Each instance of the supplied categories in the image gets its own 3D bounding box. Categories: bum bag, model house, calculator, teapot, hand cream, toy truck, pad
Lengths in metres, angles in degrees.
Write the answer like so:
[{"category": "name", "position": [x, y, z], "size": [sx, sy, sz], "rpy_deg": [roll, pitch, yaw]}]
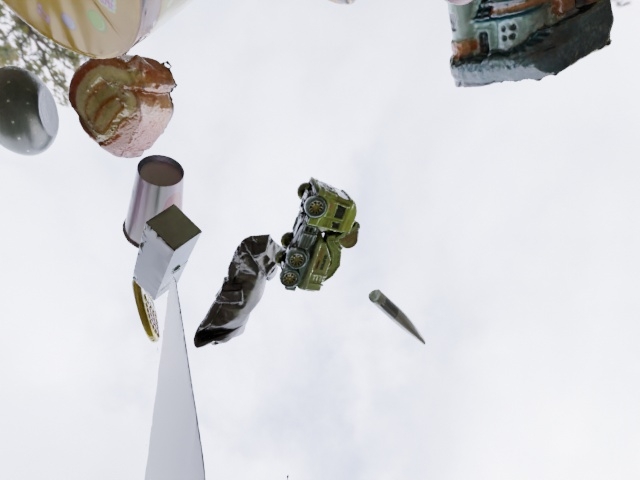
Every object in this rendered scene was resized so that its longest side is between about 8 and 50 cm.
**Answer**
[{"category": "bum bag", "position": [-0.189, 0.123, 1.001], "size": [0.095, 0.144, 0.340], "rpy_deg": [40, -68, 29]}, {"category": "model house", "position": [0.337, -0.444, 0.738], "size": [0.184, 0.253, 0.291], "rpy_deg": [-30, -61, -14]}, {"category": "calculator", "position": [-0.498, 0.184, 1.197], "size": [0.032, 0.146, 0.235], "rpy_deg": [-19, -129, -16]}, {"category": "teapot", "position": [-0.706, -0.268, 0.880], "size": [0.250, 0.183, 0.184], "rpy_deg": [-4, -104, -11]}, {"category": "hand cream", "position": [0.241, 0.237, 1.294], "size": [0.048, 0.079, 0.255], "rpy_deg": [-41, -63, 8]}, {"category": "toy truck", "position": [0.000, 0.000, 0.708], "size": [0.116, 0.085, 0.191], "rpy_deg": [14, -71, -20]}, {"category": "pad", "position": [-0.115, 0.223, 0.364], "size": [0.063, 0.315, 0.375], "rpy_deg": [5, -68, -26]}]

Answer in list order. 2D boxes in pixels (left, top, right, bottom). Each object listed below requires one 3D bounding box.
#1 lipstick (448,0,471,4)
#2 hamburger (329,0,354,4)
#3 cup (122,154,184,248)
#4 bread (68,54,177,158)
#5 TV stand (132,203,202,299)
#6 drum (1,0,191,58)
[{"category": "lipstick", "position": [0.198, -0.281, 0.346], "size": [0.080, 0.241, 0.080], "rpy_deg": [-2, -86, -30]}, {"category": "hamburger", "position": [0.042, -0.949, 1.421], "size": [0.300, 0.300, 0.176], "rpy_deg": [32, -83, 3]}, {"category": "cup", "position": [-0.521, -0.122, 1.342], "size": [0.203, 0.288, 0.203], "rpy_deg": [13, -131, -16]}, {"category": "bread", "position": [-0.432, -0.309, 0.925], "size": [0.244, 0.123, 0.190], "rpy_deg": [-33, -83, 32]}, {"category": "TV stand", "position": [-0.359, 0.037, 0.963], "size": [0.088, 0.269, 0.083], "rpy_deg": [43, -130, 1]}, {"category": "drum", "position": [-0.369, -0.510, 0.613], "size": [0.431, 0.431, 0.214], "rpy_deg": [28, -121, 2]}]
